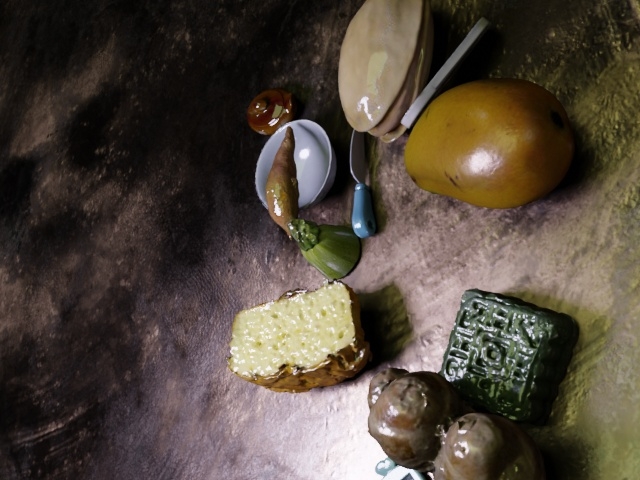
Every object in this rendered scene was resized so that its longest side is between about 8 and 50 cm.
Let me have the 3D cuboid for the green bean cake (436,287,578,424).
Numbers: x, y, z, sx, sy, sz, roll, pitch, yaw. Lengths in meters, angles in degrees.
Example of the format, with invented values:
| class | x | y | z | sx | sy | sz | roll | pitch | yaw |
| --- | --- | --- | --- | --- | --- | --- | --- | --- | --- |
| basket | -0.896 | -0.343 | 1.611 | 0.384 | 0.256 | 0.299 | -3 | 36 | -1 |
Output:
| class | x | y | z | sx | sy | sz | roll | pitch | yaw |
| --- | --- | --- | --- | --- | --- | --- | --- | --- | --- |
| green bean cake | 0.279 | 0.173 | 1.336 | 0.173 | 0.094 | 0.181 | 20 | 90 | 40 |

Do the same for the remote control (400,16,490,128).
| class | x | y | z | sx | sy | sz | roll | pitch | yaw |
| --- | --- | --- | --- | --- | --- | --- | --- | --- | --- |
| remote control | 0.217 | -0.290 | 1.505 | 0.022 | 0.077 | 0.245 | 37 | 76 | 5 |

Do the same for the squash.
| class | x | y | z | sx | sy | sz | roll | pitch | yaw |
| --- | --- | --- | --- | --- | --- | --- | --- | --- | --- |
| squash | -0.005 | 0.007 | 1.588 | 0.105 | 0.132 | 0.105 | -15 | 65 | 35 |

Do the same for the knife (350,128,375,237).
| class | x | y | z | sx | sy | sz | roll | pitch | yaw |
| --- | --- | --- | --- | --- | --- | --- | --- | --- | --- |
| knife | 0.073 | -0.122 | 1.616 | 0.032 | 0.058 | 0.244 | -17 | 66 | 35 |

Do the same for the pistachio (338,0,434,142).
| class | x | y | z | sx | sy | sz | roll | pitch | yaw |
| --- | --- | --- | --- | --- | --- | --- | --- | --- | --- |
| pistachio | 0.123 | -0.328 | 1.570 | 0.181 | 0.162 | 0.293 | 8 | 81 | 55 |

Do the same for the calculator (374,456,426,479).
| class | x | y | z | sx | sy | sz | roll | pitch | yaw |
| --- | --- | --- | --- | --- | --- | --- | --- | --- | --- |
| calculator | 0.139 | 0.419 | 1.416 | 0.095 | 0.021 | 0.153 | -46 | 54 | 18 |

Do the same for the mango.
| class | x | y | z | sx | sy | sz | roll | pitch | yaw |
| --- | --- | --- | --- | --- | --- | --- | --- | --- | --- |
| mango | 0.262 | -0.155 | 1.411 | 0.317 | 0.173 | 0.211 | 4 | 81 | 51 |

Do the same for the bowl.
| class | x | y | z | sx | sy | sz | roll | pitch | yaw |
| --- | --- | --- | --- | --- | --- | --- | --- | --- | --- |
| bowl | -0.028 | -0.129 | 1.681 | 0.189 | 0.086 | 0.189 | -13 | 69 | 37 |

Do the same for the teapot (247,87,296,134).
| class | x | y | z | sx | sy | sz | roll | pitch | yaw |
| --- | --- | --- | --- | --- | --- | --- | --- | --- | --- |
| teapot | -0.102 | -0.270 | 1.787 | 0.129 | 0.078 | 0.098 | -9 | 71 | 36 |

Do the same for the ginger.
| class | x | y | z | sx | sy | sz | roll | pitch | yaw |
| --- | --- | --- | --- | --- | --- | --- | --- | --- | --- |
| ginger | 0.180 | 0.284 | 1.268 | 0.304 | 0.244 | 0.155 | 39 | 82 | 26 |

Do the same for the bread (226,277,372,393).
| class | x | y | z | sx | sy | sz | roll | pitch | yaw |
| --- | --- | --- | --- | --- | --- | --- | --- | --- | --- |
| bread | -0.024 | 0.184 | 1.546 | 0.260 | 0.147 | 0.160 | -23 | 54 | 24 |

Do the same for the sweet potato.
| class | x | y | z | sx | sy | sz | roll | pitch | yaw |
| --- | --- | --- | --- | --- | --- | --- | --- | --- | --- |
| sweet potato | -0.070 | -0.115 | 1.613 | 0.068 | 0.068 | 0.226 | -14 | 68 | 35 |
